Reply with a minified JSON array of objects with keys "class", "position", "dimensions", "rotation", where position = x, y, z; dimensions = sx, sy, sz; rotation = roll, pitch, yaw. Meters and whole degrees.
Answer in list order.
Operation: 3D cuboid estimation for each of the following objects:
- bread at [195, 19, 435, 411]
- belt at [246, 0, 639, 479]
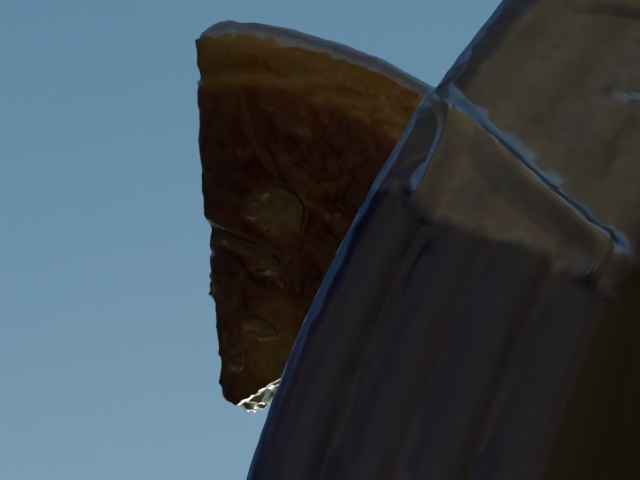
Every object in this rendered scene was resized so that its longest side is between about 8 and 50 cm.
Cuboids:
[{"class":"bread","position":[-0.003,-0.025,0.699],"dimensions":[0.154,0.054,0.136],"rotation":[-37,-98,24]},{"class":"belt","position":[0.100,0.067,0.335],"dimensions":[0.212,0.347,0.117],"rotation":[13,-25,21]}]
